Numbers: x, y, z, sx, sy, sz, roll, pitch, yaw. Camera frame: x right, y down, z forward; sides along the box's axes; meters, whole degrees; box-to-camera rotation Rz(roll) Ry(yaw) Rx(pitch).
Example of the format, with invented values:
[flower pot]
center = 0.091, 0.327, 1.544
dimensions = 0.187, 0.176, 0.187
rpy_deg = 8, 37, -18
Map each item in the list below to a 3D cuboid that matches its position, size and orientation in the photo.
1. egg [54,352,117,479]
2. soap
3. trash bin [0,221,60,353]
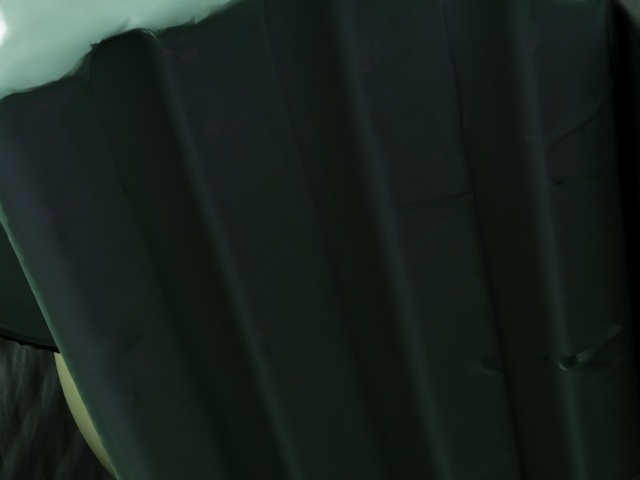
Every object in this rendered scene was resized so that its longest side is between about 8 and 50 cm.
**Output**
[egg]
center = -0.060, 0.047, 1.091
dimensions = 0.186, 0.186, 0.242
rpy_deg = 86, 169, -69
[soap]
center = 0.000, 0.000, 0.587
dimensions = 0.289, 0.172, 0.095
rpy_deg = 74, 169, -49
[trash bin]
center = -0.100, -0.115, 0.739
dimensions = 0.277, 0.217, 0.263
rpy_deg = 23, 150, 26
